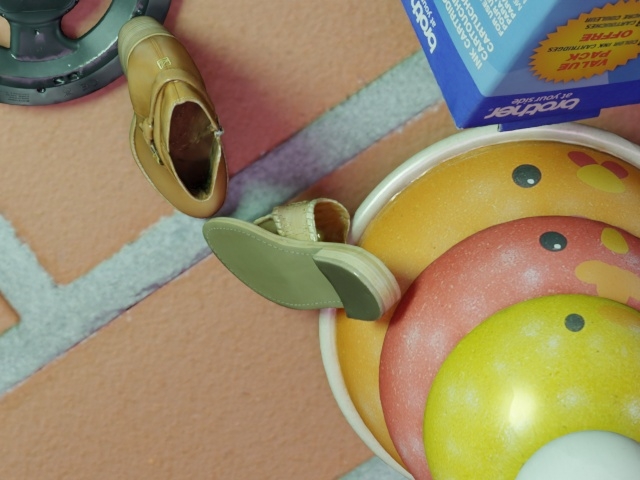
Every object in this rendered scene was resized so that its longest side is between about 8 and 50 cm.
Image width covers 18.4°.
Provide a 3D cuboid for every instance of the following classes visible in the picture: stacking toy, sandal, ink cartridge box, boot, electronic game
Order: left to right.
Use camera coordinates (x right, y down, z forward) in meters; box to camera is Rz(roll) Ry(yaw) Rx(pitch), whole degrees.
[{"bbox_3d":[-0.228,-0.215,1.557,0.229,0.048,0.229,-5,114,-10],"label":"electronic game"},{"bbox_3d":[-0.105,-0.067,1.552,0.073,0.152,0.197,-26,126,-5],"label":"boot"},{"bbox_3d":[0.003,0.005,1.587,0.079,0.240,0.088,-41,118,-22],"label":"sandal"},{"bbox_3d":[0.187,0.132,1.480,0.350,0.480,0.351,-1,110,-4],"label":"stacking toy"},{"bbox_3d":[0.233,-0.221,1.424,0.270,0.395,0.151,-10,67,-26],"label":"ink cartridge box"}]
